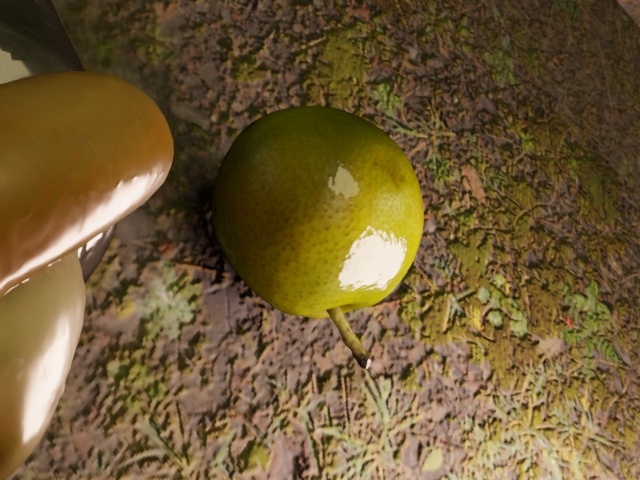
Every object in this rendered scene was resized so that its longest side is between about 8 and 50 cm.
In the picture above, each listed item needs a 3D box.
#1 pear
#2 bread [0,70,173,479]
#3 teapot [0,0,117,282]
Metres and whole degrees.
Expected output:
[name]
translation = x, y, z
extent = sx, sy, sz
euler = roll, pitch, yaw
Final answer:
[pear]
translation = 0.000, 0.000, 1.413
extent = 0.180, 0.166, 0.216
euler = 9, 72, -66
[bread]
translation = -0.258, 0.070, 0.746
extent = 0.245, 0.329, 0.424
euler = 34, 68, -9
[teapot]
translation = -0.244, -0.095, 1.104
extent = 0.344, 0.253, 0.300
euler = -97, 166, -48
